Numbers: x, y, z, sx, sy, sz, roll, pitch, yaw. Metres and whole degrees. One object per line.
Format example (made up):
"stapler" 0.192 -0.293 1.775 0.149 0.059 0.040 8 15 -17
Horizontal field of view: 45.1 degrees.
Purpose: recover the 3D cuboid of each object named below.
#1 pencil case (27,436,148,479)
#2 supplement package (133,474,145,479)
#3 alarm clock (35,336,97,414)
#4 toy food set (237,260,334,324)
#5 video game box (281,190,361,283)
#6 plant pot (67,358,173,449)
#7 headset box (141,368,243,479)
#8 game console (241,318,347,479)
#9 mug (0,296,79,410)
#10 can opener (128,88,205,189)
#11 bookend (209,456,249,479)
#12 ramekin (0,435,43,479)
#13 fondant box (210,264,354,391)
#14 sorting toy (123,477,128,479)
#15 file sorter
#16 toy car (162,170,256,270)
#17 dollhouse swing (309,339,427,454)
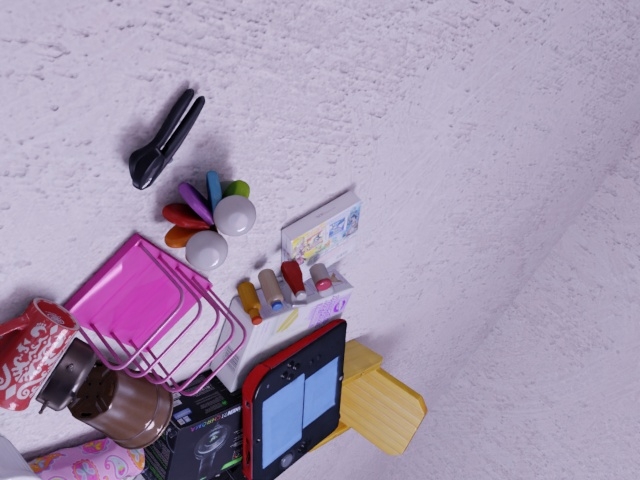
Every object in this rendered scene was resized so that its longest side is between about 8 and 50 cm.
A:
"pencil case" -0.521 0.503 1.682 0.284 0.124 0.124 -9 135 -51
"supplement package" -0.413 0.669 2.053 0.105 0.105 0.179 -49 151 4
"alarm clock" -0.455 0.238 1.406 0.129 0.064 0.192 -55 -165 8
"toy food set" -0.058 0.120 1.738 0.232 0.104 0.111 1 138 -29
"video game box" 0.000 0.000 1.800 0.205 0.048 0.187 -31 151 -25
"plant pot" -0.415 0.324 1.566 0.167 0.167 0.165 -45 143 -1
"headset box" -0.306 0.475 1.899 0.246 0.131 0.283 -16 135 -42
"game console" -0.058 0.416 1.952 0.342 0.060 0.386 -25 132 -38
"mug" -0.503 0.190 1.302 0.169 0.113 0.150 -52 171 3
"can opener" -0.247 -0.162 1.253 0.186 0.073 0.059 -55 144 -2
"bookend" -0.249 0.694 2.253 0.157 0.156 0.072 -48 152 5
"ramekin" -0.673 0.496 1.453 0.277 0.135 0.277 -32 148 -23
"fondant box" -0.092 0.213 1.903 0.330 0.096 0.238 -18 141 -43
"sorting toy" -0.464 0.529 1.837 0.083 0.075 0.045 -40 151 -11
"file sorter" -0.298 0.160 1.467 0.202 0.182 0.290 -46 152 -1
"toy car" -0.209 -0.048 1.388 0.136 0.159 0.182 36 99 -25
"dollhouse swing" 0.092 0.545 2.362 0.315 0.305 0.347 -20 144 -39
